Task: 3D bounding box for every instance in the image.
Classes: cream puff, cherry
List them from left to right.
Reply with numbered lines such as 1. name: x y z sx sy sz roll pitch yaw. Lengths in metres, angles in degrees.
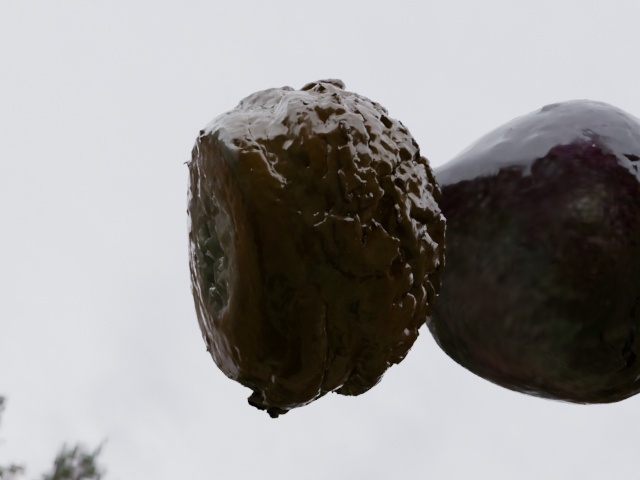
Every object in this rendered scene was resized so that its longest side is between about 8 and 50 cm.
1. cream puff: 0.000 0.000 0.758 0.115 0.150 0.165 -8 -16 -21
2. cherry: 0.147 0.012 1.006 0.195 0.195 0.195 4 -49 5

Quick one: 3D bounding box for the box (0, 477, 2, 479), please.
1. box: -0.210 0.243 0.717 0.193 0.167 0.294 -28 -93 37
